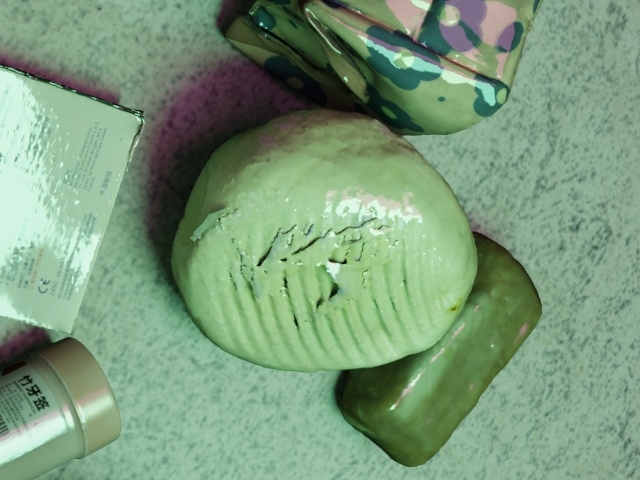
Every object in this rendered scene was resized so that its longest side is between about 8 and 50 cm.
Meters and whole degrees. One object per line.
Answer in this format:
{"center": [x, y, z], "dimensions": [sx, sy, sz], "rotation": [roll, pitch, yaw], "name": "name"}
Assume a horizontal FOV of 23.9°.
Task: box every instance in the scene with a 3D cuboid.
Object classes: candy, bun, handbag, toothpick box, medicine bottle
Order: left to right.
{"center": [-0.249, -0.037, 1.222], "dimensions": [0.171, 0.052, 0.201], "rotation": [17, 92, -37], "name": "medicine bottle"}
{"center": [-0.251, 0.153, 1.235], "dimensions": [0.149, 0.098, 0.098], "rotation": [-26, 114, -28], "name": "toothpick box"}
{"center": [0.004, -0.003, 1.309], "dimensions": [0.273, 0.273, 0.168], "rotation": [42, 32, -34], "name": "bun"}
{"center": [0.047, -0.200, 1.280], "dimensions": [0.193, 0.251, 0.190], "rotation": [27, 80, -23], "name": "handbag"}
{"center": [0.119, 0.105, 1.487], "dimensions": [0.234, 0.102, 0.104], "rotation": [-49, 124, -13], "name": "candy"}
